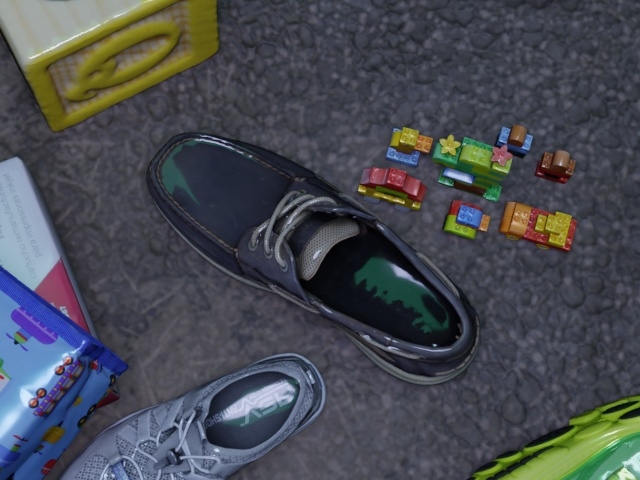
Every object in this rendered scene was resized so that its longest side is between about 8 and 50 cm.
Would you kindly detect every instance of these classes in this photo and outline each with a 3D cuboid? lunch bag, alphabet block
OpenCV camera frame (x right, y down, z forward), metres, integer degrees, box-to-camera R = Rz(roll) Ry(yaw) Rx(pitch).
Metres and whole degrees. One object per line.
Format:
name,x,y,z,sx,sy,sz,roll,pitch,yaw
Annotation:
lunch bag,-0.342,0.093,0.986,0.293,0.138,0.221,36,81,12
alphabet block,-0.221,-0.248,1.161,0.192,0.193,0.197,-29,80,-7

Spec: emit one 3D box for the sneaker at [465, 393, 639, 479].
sneaker,0.265,0.221,1.137,0.295,0.109,0.124,-22,95,-6

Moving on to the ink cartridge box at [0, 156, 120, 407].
ink cartridge box,-0.361,0.090,1.107,0.306,0.131,0.226,-22,80,-10

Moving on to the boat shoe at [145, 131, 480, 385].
boat shoe,0.000,0.000,1.147,0.355,0.130,0.132,30,77,4

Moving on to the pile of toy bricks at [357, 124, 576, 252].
pile of toy bricks,0.151,-0.066,1.184,0.212,0.105,0.118,16,76,0

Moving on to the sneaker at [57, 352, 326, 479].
sneaker,-0.123,0.177,1.106,0.281,0.115,0.105,-34,81,-10
